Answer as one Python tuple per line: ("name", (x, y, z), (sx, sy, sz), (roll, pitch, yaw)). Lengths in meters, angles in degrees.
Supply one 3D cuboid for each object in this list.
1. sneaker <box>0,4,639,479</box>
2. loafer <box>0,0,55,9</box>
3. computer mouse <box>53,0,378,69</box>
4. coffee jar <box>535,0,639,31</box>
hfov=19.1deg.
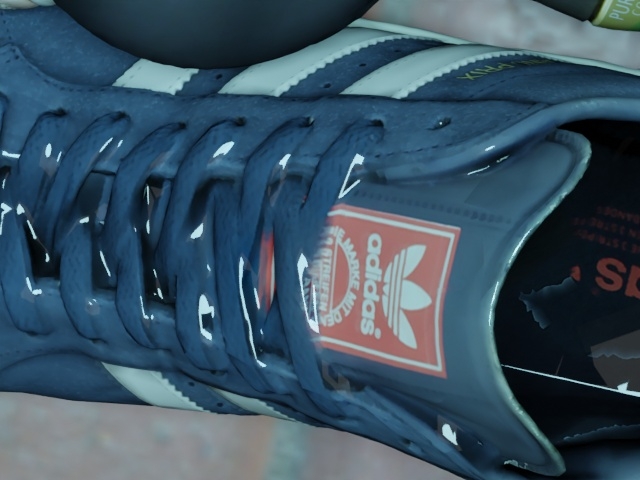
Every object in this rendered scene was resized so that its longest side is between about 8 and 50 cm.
("sneaker", (0.000, 0.000, 0.503), (0.350, 0.148, 0.131), (2, 103, 2))
("loafer", (-0.097, -0.121, 0.527), (0.039, 0.045, 0.125), (-13, 80, 20))
("computer mouse", (-0.002, -0.176, 0.466), (0.188, 0.072, 0.272), (19, 85, -6))
("coffee jar", (0.140, -0.088, 0.506), (0.184, 0.079, 0.096), (16, 145, -2))
